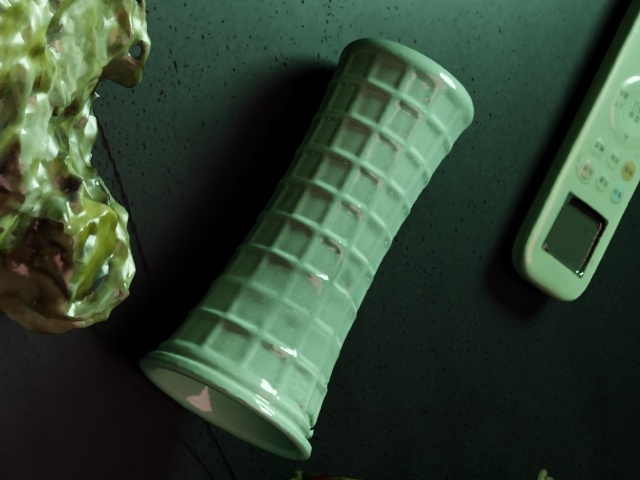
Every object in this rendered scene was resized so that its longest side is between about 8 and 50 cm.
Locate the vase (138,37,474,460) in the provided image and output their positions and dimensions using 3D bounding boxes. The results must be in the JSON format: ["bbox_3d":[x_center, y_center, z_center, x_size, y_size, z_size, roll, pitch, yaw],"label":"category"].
[{"bbox_3d":[0.000,0.000,1.398,0.143,0.143,0.299,42,70,-35],"label":"vase"}]

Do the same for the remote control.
[{"bbox_3d":[0.252,-0.095,1.631,0.090,0.038,0.309,35,78,-36],"label":"remote control"}]

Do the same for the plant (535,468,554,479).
[{"bbox_3d":[0.154,0.292,1.536,0.178,0.204,0.234,26,93,-47],"label":"plant"}]

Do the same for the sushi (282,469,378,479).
[{"bbox_3d":[0.033,0.255,1.419,0.115,0.212,0.147,39,77,-34],"label":"sushi"}]

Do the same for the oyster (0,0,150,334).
[{"bbox_3d":[-0.198,-0.111,1.229,0.238,0.115,0.351,7,110,-38],"label":"oyster"}]
